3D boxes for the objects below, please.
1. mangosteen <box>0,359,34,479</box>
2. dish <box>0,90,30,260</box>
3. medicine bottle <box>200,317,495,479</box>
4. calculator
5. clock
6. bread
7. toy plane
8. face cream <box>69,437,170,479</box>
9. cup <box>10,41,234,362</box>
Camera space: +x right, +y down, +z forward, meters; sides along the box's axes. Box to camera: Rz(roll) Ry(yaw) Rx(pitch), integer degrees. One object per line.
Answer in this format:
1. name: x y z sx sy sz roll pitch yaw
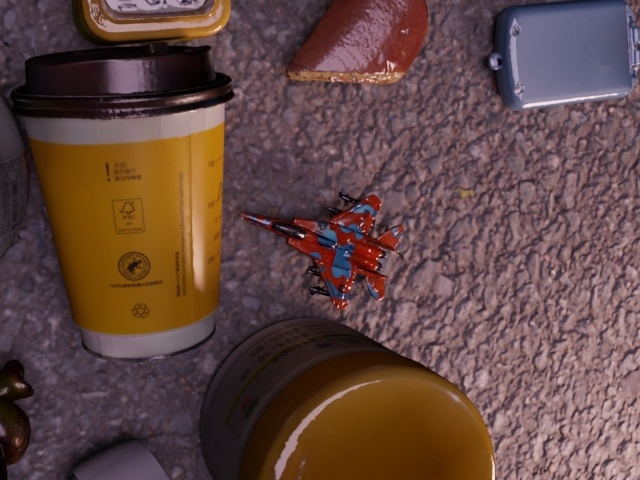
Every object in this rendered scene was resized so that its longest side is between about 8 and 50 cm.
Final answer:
1. mangosteen: -0.353 0.189 0.793 0.250 0.211 0.211 -46 114 -42
2. dish: -0.368 -0.035 0.741 0.273 0.134 0.274 -11 115 -25
3. medicine bottle: 0.017 0.211 0.908 0.237 0.232 0.238 -4 100 -21
4. calculator: 0.286 -0.217 1.054 0.210 0.039 0.121 -10 100 -19
5. clock: -0.165 -0.287 0.841 0.143 0.096 0.202 -10 102 -23
6. bread: 0.058 -0.221 0.949 0.119 0.067 0.192 34 85 -22
7. toy plane: -0.001 0.000 0.964 0.189 0.061 0.130 18 92 -18
8. face cream: -0.203 0.251 0.905 0.095 0.091 0.091 -35 108 -21
9. cup: -0.170 -0.042 0.834 0.196 0.196 0.280 -9 110 -20
